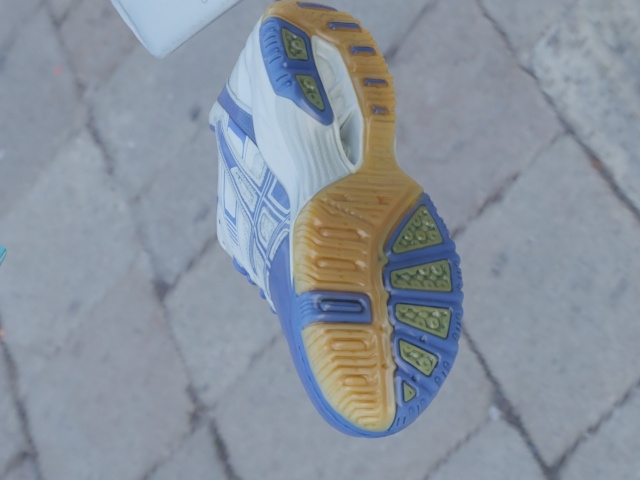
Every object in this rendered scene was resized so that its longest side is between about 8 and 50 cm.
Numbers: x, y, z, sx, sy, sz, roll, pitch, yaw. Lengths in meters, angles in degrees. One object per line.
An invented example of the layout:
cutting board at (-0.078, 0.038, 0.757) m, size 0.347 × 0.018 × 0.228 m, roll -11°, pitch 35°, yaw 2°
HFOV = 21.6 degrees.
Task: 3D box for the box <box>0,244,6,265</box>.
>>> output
box at (-0.258, 0.002, 0.656) m, size 0.101 × 0.244 × 0.060 m, roll -63°, pitch 7°, yaw 15°

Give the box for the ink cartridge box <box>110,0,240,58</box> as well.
ink cartridge box at (0.092, -0.241, 0.707) m, size 0.308 × 0.091 × 0.385 m, roll -41°, pitch 11°, yaw -33°

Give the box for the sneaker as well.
sneaker at (0.000, 0.000, 1.024) m, size 0.131 × 0.111 × 0.296 m, roll -47°, pitch 41°, yaw 44°
